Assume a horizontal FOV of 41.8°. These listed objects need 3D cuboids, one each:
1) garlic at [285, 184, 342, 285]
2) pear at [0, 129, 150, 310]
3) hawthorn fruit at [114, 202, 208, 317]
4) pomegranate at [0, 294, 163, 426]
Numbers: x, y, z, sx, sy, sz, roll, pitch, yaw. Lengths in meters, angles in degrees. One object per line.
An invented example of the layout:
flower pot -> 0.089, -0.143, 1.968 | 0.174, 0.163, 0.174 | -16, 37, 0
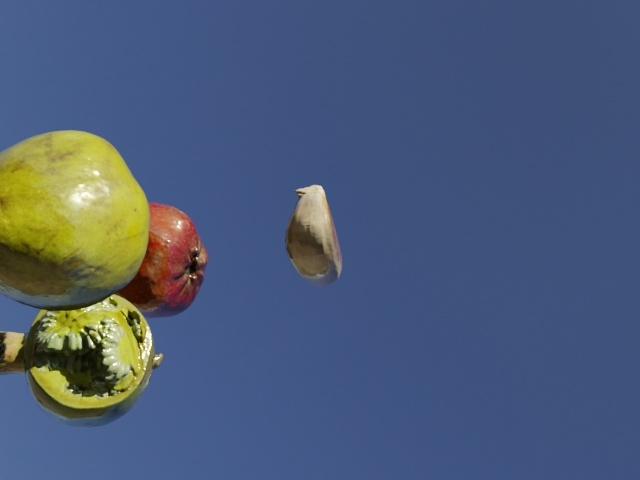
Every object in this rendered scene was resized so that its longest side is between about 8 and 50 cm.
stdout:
garlic -> 0.001, 0.013, 1.435 | 0.090, 0.129, 0.198 | -7, -47, 19
pear -> -0.428, -0.027, 1.306 | 0.287, 0.375, 0.288 | -1, -91, 28
hawthorn fruit -> -0.404, 0.032, 1.831 | 0.300, 0.254, 0.254 | 15, -71, 21
pomegranate -> -0.479, 0.226, 1.609 | 0.340, 0.260, 0.261 | 5, -73, -4
